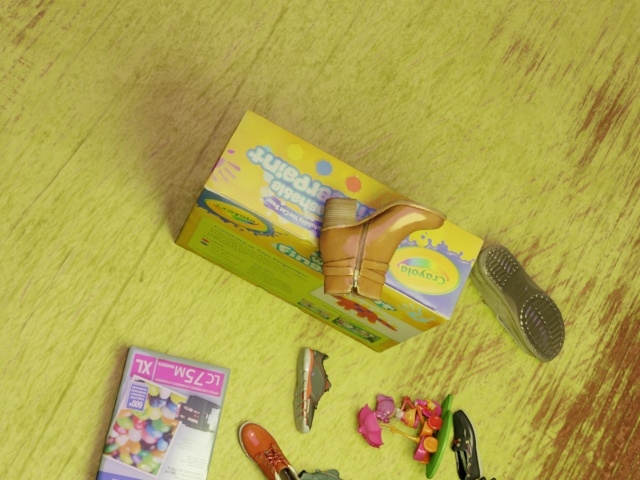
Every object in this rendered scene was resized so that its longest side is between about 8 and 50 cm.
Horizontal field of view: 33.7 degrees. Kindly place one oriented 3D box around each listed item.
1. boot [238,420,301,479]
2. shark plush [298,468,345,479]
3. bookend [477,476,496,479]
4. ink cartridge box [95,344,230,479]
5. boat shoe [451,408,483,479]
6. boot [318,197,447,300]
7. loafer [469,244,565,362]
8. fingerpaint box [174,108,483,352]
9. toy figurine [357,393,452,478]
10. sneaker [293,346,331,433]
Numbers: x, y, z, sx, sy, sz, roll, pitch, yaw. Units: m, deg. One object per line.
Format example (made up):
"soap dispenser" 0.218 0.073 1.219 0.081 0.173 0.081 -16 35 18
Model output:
"boot" -0.085 0.383 1.858 0.059 0.084 0.158 -35 85 -19
"shark plush" 0.016 0.421 1.852 0.161 0.067 0.073 48 55 -40
"bookend" 0.327 0.489 1.886 0.072 0.156 0.157 -25 70 -20
"ink cartridge box" -0.278 0.353 1.827 0.186 0.065 0.311 15 74 -10
"boat shoe" 0.268 0.383 1.969 0.042 0.049 0.133 -7 82 -25
"boot" 0.095 0.017 1.617 0.197 0.073 0.152 2 77 -1
"loafer" 0.379 0.119 2.049 0.102 0.092 0.268 -38 104 -18
"fingerpaint box" 0.000 0.000 1.827 0.445 0.371 0.163 28 71 -6
"toy figurine" 0.149 0.330 1.930 0.159 0.130 0.173 19 50 0
"sneaker" -0.009 0.274 1.920 0.065 0.061 0.157 10 74 -19
